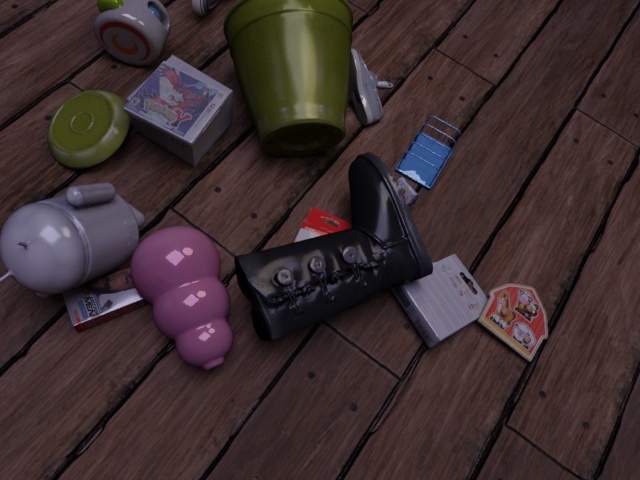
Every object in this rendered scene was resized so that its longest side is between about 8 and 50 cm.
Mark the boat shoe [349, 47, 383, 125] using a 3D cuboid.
[{"bbox_3d":[0.133,-0.463,1.652,0.081,0.079,0.228,-21,102,-22],"label":"boat shoe"}]

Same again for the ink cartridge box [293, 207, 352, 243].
[{"bbox_3d":[-0.013,0.045,1.419,0.134,0.078,0.231,24,63,1],"label":"ink cartridge box"}]

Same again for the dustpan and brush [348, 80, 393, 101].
[{"bbox_3d":[0.126,-0.497,1.721,0.211,0.060,0.147,-1,77,-3],"label":"dustpan and brush"}]

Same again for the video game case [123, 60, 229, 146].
[{"bbox_3d":[-0.367,-0.354,1.415,0.201,0.023,0.183,27,65,5],"label":"video game case"}]

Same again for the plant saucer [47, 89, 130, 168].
[{"bbox_3d":[-0.626,-0.307,1.465,0.240,0.037,0.241,-4,69,10],"label":"plant saucer"}]

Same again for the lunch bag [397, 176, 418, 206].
[{"bbox_3d":[0.233,-0.130,1.541,0.053,0.083,0.071,-32,74,-22],"label":"lunch bag"}]

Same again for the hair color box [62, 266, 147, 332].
[{"bbox_3d":[-0.510,0.138,1.307,0.167,0.053,0.093,-22,69,-20],"label":"hair color box"}]

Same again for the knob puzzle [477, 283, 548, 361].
[{"bbox_3d":[0.527,0.192,1.453,0.213,0.030,0.213,7,64,-14],"label":"knob puzzle"}]

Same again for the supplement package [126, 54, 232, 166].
[{"bbox_3d":[-0.376,-0.353,1.509,0.203,0.149,0.194,32,65,6],"label":"supplement package"}]

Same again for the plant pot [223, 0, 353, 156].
[{"bbox_3d":[-0.068,-0.435,1.514,0.366,0.366,0.353,-4,77,-11],"label":"plant pot"}]

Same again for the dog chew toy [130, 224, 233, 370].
[{"bbox_3d":[-0.304,0.136,1.268,0.206,0.206,0.332,-20,77,-18],"label":"dog chew toy"}]

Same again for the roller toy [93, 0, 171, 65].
[{"bbox_3d":[-0.537,-0.618,1.589,0.191,0.209,0.146,19,62,-15],"label":"roller toy"}]

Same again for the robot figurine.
[{"bbox_3d":[-0.552,-0.004,1.233,0.199,0.300,0.353,32,25,10],"label":"robot figurine"}]

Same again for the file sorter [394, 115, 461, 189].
[{"bbox_3d":[0.318,-0.260,1.606,0.118,0.104,0.170,31,63,6],"label":"file sorter"}]

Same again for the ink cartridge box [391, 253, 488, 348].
[{"bbox_3d":[0.321,0.153,1.451,0.232,0.066,0.189,-17,67,-39],"label":"ink cartridge box"}]

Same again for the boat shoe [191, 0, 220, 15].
[{"bbox_3d":[-0.292,-0.846,1.769,0.158,0.127,0.341,11,63,4],"label":"boat shoe"}]

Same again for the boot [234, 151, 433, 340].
[{"bbox_3d":[0.001,0.002,1.328,0.445,0.146,0.367,-21,71,-16],"label":"boot"}]
